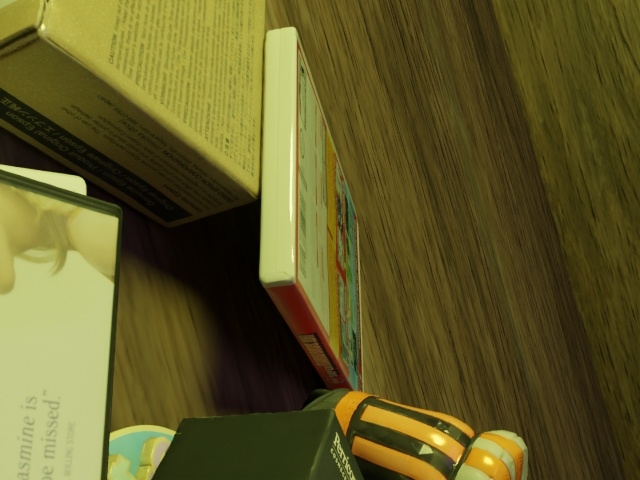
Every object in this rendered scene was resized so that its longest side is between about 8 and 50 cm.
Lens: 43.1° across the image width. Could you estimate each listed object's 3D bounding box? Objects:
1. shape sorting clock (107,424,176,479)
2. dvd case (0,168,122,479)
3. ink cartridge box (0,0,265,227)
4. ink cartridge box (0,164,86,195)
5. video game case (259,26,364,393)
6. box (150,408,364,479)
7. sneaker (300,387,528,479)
[{"bbox_3d":[-0.086,0.206,0.451,0.206,0.040,0.206,40,42,-50],"label":"shape sorting clock"},{"bbox_3d":[-0.188,0.035,0.281,0.253,0.022,0.180,19,58,-39],"label":"dvd case"},{"bbox_3d":[-0.122,-0.154,0.526,0.193,0.088,0.234,37,45,-49],"label":"ink cartridge box"},{"bbox_3d":[-0.202,0.050,0.320,0.232,0.066,0.189,6,69,-39],"label":"ink cartridge box"},{"bbox_3d":[0.000,0.000,0.656,0.285,0.025,0.204,66,20,-60],"label":"video game case"},{"bbox_3d":[-0.016,0.247,0.420,0.184,0.103,0.261,-69,143,-55],"label":"box"},{"bbox_3d":[0.044,0.212,0.590,0.124,0.180,0.321,-47,145,-41],"label":"sneaker"}]
